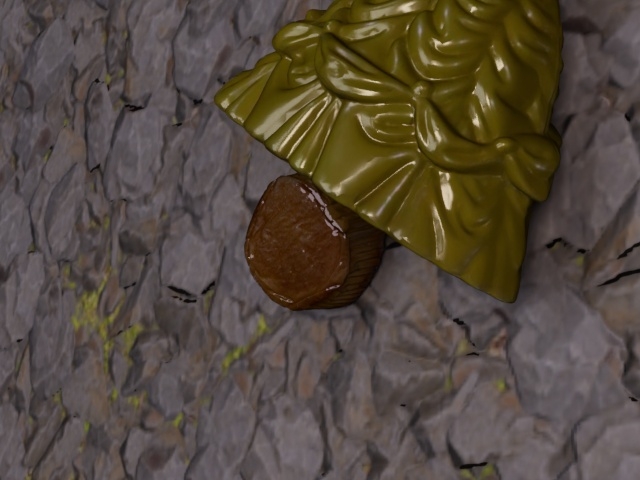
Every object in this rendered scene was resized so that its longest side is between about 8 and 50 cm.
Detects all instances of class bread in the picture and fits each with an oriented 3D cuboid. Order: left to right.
[{"bbox_3d":[0.000,0.000,0.933,0.085,0.053,0.085,7,101,38],"label":"bread"}]

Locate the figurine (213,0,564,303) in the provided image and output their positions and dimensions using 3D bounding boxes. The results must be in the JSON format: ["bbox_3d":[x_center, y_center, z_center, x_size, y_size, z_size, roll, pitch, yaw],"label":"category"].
[{"bbox_3d":[0.106,-0.151,0.801,0.315,0.168,0.187,-57,31,9],"label":"figurine"}]
